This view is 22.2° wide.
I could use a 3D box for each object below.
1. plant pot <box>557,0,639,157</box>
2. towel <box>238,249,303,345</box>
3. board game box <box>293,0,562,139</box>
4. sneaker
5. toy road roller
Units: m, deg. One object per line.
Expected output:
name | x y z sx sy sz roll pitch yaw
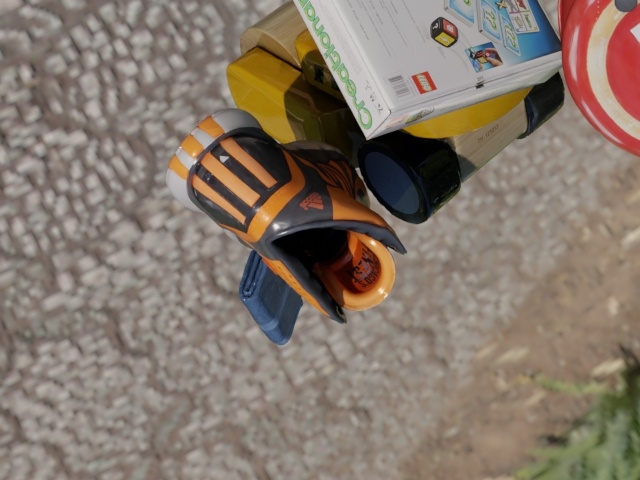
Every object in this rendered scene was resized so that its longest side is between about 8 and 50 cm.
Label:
plant pot | 0.260 -0.155 1.172 0.191 0.191 0.174 -49 -174 31
towel | -0.055 0.063 1.761 0.119 0.029 0.067 59 45 -57
board game box | 0.056 -0.246 1.345 0.193 0.305 0.053 -19 165 -31
sneaker | 0.000 0.000 1.407 0.124 0.180 0.321 -52 158 11
toy road roller | 0.061 -0.198 1.536 0.202 0.329 0.240 -38 137 -23
